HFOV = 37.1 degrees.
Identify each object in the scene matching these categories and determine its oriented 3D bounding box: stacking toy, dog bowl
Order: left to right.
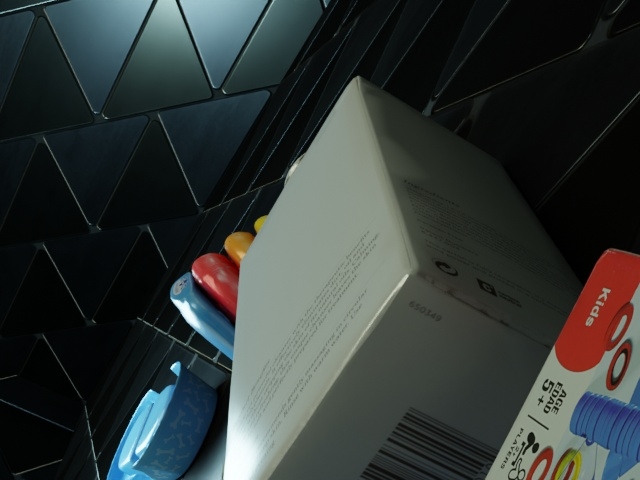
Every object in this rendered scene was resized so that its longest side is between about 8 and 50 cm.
[{"bbox_3d":[-0.238,0.295,1.437,0.297,0.074,0.166,-46,21,54],"label":"dog bowl"},{"bbox_3d":[0.000,0.000,0.993,0.302,0.166,0.175,-48,12,0],"label":"stacking toy"}]

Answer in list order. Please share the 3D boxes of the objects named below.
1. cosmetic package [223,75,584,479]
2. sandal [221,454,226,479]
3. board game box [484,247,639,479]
[{"bbox_3d":[0.046,0.046,0.633,0.197,0.155,0.365,-58,13,20],"label":"cosmetic package"},{"bbox_3d":[-0.043,0.225,0.885,0.180,0.049,0.072,-9,59,56],"label":"sandal"},{"bbox_3d":[0.116,0.170,0.266,0.308,0.086,0.302,-63,12,0],"label":"board game box"}]
